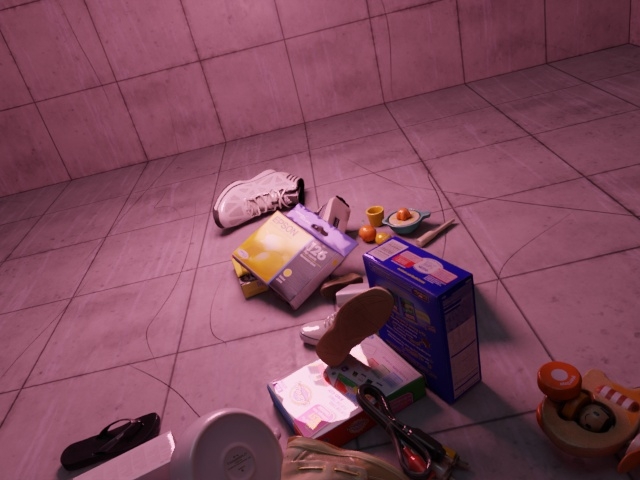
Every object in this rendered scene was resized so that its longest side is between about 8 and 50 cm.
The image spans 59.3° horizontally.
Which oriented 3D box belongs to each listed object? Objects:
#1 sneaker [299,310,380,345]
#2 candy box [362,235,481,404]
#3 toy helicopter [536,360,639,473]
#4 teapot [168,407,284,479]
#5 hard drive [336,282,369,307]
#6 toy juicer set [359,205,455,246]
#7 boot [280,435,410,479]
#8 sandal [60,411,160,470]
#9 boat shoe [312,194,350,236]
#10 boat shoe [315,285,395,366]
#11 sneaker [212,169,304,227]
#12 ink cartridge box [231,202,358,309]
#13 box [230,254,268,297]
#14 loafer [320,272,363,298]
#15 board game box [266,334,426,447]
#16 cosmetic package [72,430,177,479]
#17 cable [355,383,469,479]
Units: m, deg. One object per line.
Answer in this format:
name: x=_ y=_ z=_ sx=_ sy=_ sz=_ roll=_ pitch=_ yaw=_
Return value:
sneaker: x=0.060 y=0.234 z=1.581 sx=0.257 sy=0.091 sz=0.094 roll=-6 pitch=30 yaw=15
candy box: x=0.244 y=0.185 z=1.349 sx=0.122 sy=0.317 sz=0.268 roll=-26 pitch=32 yaw=-23
toy helicopter: x=0.617 y=0.337 z=1.101 sx=0.354 sy=0.140 sz=0.235 roll=-13 pitch=30 yaw=-3
teapot: x=-0.208 y=0.480 z=1.176 sx=0.187 sy=0.256 sz=0.253 roll=-38 pitch=32 yaw=45
hard drive: x=0.240 y=0.140 z=1.611 sx=0.352 sy=0.047 sz=0.233 roll=-7 pitch=0 yaw=13
toy juicer set: x=0.285 y=-0.055 z=1.995 sx=0.328 sy=0.090 sz=0.209 roll=5 pitch=34 yaw=30
boot: x=0.033 y=0.513 z=1.095 sx=0.261 sy=0.095 sz=0.204 roll=15 pitch=49 yaw=7
sandal: x=-0.529 y=0.502 z=1.416 sx=0.254 sy=0.055 sz=0.097 roll=-21 pitch=29 yaw=-12
boat shoe: x=0.000 y=0.000 z=2.030 sx=0.158 sy=0.127 sz=0.341 roll=-32 pitch=25 yaw=45
boat shoe: x=0.087 y=0.196 z=1.363 sx=0.102 sy=0.285 sz=0.092 roll=38 pitch=35 yaw=5
sneaker: x=-0.233 y=-0.183 z=2.380 sx=0.257 sy=0.169 sz=0.447 roll=7 pitch=33 yaw=38
ink cartridge box: x=-0.086 y=0.029 z=1.862 sx=0.303 sy=0.072 sz=0.307 roll=35 pitch=75 yaw=33
box: x=-0.252 y=0.111 z=1.978 sx=0.087 sy=0.058 sz=0.232 roll=-19 pitch=29 yaw=-8
loafer: x=0.063 y=0.143 z=1.787 sx=0.147 sy=0.056 sz=0.050 roll=-14 pitch=26 yaw=-20
board game box: x=0.058 y=0.364 z=1.378 sx=0.316 sy=0.064 sz=0.242 roll=-25 pitch=30 yaw=-18
cosmetic package: x=-0.439 y=0.543 z=1.295 sx=0.238 sy=0.061 sz=0.099 roll=-23 pitch=28 yaw=-15
cable: x=0.163 y=0.417 z=1.179 sx=0.139 sy=0.072 sz=0.287 roll=-19 pitch=35 yaw=-41
